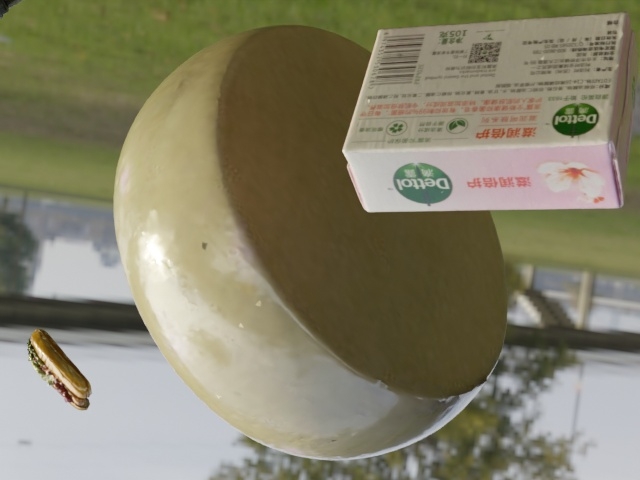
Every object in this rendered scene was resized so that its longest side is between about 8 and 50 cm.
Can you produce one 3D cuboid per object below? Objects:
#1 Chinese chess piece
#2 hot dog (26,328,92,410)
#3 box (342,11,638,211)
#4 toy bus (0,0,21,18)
[{"bbox_3d":[0.000,0.000,0.894,0.102,0.273,0.273,-30,155,36],"label":"Chinese chess piece"},{"bbox_3d":[-0.212,0.103,1.183,0.021,0.037,0.083,-26,-127,-36],"label":"hot dog"},{"bbox_3d":[0.081,-0.059,0.687,0.125,0.089,0.043,0,139,21],"label":"box"},{"bbox_3d":[-0.160,-0.088,0.559,0.058,0.052,0.102,-17,-160,39],"label":"toy bus"}]
